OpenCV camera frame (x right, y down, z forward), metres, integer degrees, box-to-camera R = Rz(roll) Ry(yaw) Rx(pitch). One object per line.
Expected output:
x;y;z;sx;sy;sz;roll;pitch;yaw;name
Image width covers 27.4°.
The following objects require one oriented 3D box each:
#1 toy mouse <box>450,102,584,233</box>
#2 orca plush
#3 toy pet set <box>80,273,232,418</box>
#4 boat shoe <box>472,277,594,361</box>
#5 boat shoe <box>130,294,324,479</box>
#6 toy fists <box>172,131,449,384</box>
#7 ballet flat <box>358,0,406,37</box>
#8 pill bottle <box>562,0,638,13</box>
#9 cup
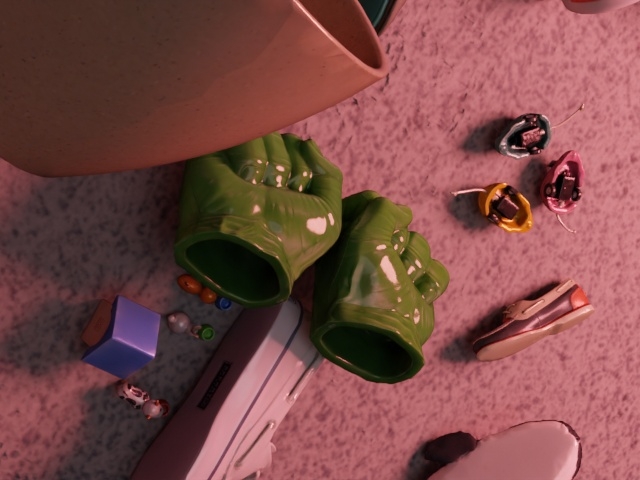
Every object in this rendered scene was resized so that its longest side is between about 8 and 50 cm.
0.205;-0.072;1.252;0.161;0.031;0.143;31;88;-31;toy mouse
0.143;0.292;1.276;0.287;0.151;0.102;-53;152;-10;orca plush
-0.133;0.085;1.089;0.114;0.065;0.122;30;87;-31;toy pet set
0.203;0.078;1.286;0.137;0.049;0.043;-22;70;-20;boat shoe
-0.075;0.168;1.125;0.084;0.095;0.258;37;85;-26;boat shoe
0.000;0.000;1.097;0.279;0.096;0.142;32;45;-30;toy fists
0.074;-0.274;1.106;0.068;0.072;0.213;-2;103;-33;ballet flat
0.237;-0.308;1.163;0.108;0.108;0.193;-35;117;-17;pill bottle
-0.146;-0.178;0.898;0.237;0.331;0.331;-35;120;13;cup
